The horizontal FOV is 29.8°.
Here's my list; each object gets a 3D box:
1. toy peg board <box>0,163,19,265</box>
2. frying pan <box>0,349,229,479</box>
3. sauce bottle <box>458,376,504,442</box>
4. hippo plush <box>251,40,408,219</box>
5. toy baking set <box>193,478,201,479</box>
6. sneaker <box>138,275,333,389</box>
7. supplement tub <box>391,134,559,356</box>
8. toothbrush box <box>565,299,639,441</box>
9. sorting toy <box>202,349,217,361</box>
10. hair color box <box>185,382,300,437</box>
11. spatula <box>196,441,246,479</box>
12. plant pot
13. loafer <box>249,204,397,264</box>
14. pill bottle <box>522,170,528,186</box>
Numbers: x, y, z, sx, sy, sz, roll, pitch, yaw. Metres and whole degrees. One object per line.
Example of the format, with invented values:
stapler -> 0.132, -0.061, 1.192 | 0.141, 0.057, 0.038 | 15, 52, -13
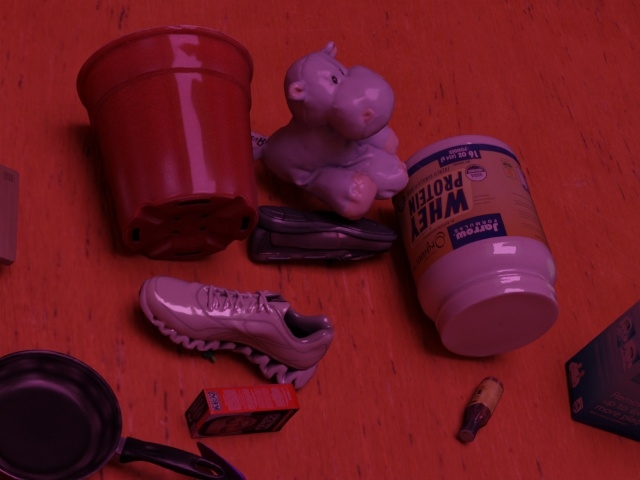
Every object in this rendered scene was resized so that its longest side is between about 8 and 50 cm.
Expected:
toy peg board -> -0.504, -0.042, 1.641 | 0.161, 0.079, 0.161 | 25, 43, -36
frying pan -> -0.290, 0.231, 1.539 | 0.326, 0.053, 0.197 | 6, 49, -25
sauce bottle -> 0.251, 0.266, 1.892 | 0.042, 0.042, 0.128 | 39, 41, 1
hippo plush -> 0.018, -0.206, 1.932 | 0.294, 0.236, 0.234 | 21, 42, 13
toy baking set -> -0.131, 0.393, 1.501 | 0.197, 0.030, 0.256 | 51, 28, -4
sneaker -> -0.116, 0.107, 1.714 | 0.292, 0.118, 0.110 | 23, 41, -21
supplement tub -> 0.255, 0.009, 1.977 | 0.228, 0.228, 0.316 | 9, 50, -28
toothbrush box -> 0.581, 0.206, 1.979 | 0.216, 0.295, 0.126 | 20, 45, -19
sorting toy -> -0.178, 0.141, 1.734 | 0.062, 0.012, 0.083 | 2, 50, -38
hair color box -> -0.107, 0.234, 1.658 | 0.141, 0.072, 0.043 | 1, 54, -32
spatula -> -0.035, 0.327, 1.533 | 0.296, 0.084, 0.030 | 17, 57, 21
plant pot -> -0.210, -0.131, 1.780 | 0.272, 0.272, 0.265 | 4, 60, -31
loafer -> 0.000, 0.000, 1.942 | 0.267, 0.084, 0.096 | 7, 20, -34
pill bottle -> 0.343, -0.049, 2.184 | 0.094, 0.094, 0.169 | 12, 48, -26
